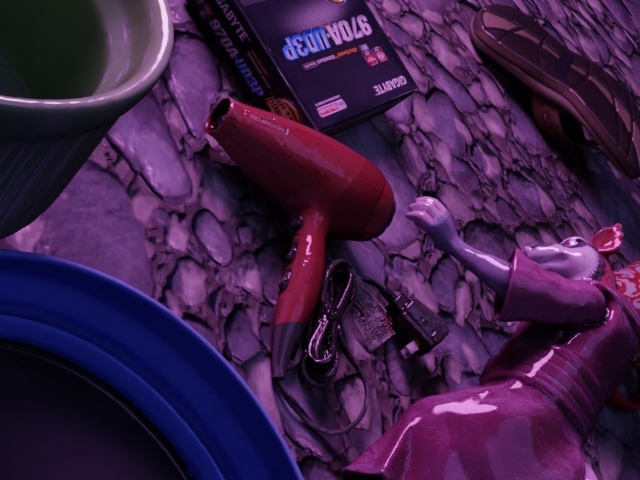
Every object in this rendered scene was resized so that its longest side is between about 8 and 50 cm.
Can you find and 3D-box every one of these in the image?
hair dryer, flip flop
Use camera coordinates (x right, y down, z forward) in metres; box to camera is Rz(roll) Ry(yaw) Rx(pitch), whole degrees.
[{"bbox_3d":[0.000,0.000,1.259,0.293,0.080,0.223,58,34,2],"label":"hair dryer"},{"bbox_3d":[0.284,-0.173,1.770,0.277,0.080,0.112,37,41,-2],"label":"flip flop"}]

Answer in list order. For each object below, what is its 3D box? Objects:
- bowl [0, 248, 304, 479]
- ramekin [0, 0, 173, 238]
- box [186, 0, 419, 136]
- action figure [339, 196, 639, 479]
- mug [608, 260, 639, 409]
[{"bbox_3d":[-0.155,0.191,0.895,0.391,0.077,0.391,32,38,-29],"label":"bowl"},{"bbox_3d":[-0.260,-0.137,0.927,0.303,0.148,0.303,25,35,-19],"label":"ramekin"},{"bbox_3d":[-0.013,-0.188,1.421,0.175,0.051,0.220,59,33,3],"label":"box"},{"bbox_3d":[0.177,0.128,1.181,0.370,0.275,0.248,-56,141,-24],"label":"action figure"},{"bbox_3d":[0.322,0.099,1.559,0.169,0.113,0.150,-6,66,-50],"label":"mug"}]
